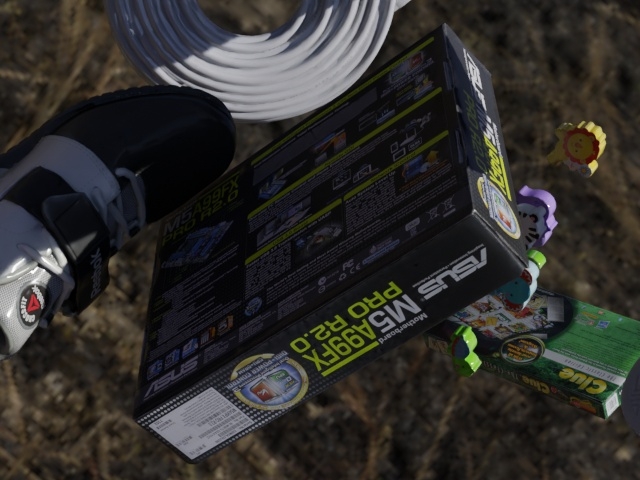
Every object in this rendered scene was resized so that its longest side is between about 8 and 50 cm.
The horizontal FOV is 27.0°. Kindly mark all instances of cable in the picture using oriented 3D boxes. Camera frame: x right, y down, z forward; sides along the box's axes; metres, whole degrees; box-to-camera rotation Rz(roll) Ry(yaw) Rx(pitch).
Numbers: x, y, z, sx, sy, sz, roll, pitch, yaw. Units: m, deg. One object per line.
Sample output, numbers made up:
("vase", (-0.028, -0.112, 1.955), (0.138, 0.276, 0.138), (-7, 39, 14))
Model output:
("cable", (-0.060, -0.223, 1.141), (0.257, 0.257, 0.089), (36, 9, -14))

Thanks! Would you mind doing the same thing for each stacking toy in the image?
("stacking toy", (0.194, 0.011, 1.257), (0.052, 0.221, 0.167), (27, 40, 18))

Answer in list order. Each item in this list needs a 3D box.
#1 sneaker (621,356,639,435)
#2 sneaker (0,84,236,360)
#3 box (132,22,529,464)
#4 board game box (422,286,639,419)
("sneaker", (0.345, 0.060, 0.858), (0.169, 0.292, 0.108), (44, 9, -36))
("sneaker", (-0.190, 0.010, 0.899), (0.146, 0.331, 0.122), (52, -17, 42))
("box", (0.000, 0.000, 0.887), (0.060, 0.270, 0.216), (44, 26, -29))
("board game box", (0.256, 0.114, 1.528), (0.260, 0.136, 0.030), (21, -44, 43))
